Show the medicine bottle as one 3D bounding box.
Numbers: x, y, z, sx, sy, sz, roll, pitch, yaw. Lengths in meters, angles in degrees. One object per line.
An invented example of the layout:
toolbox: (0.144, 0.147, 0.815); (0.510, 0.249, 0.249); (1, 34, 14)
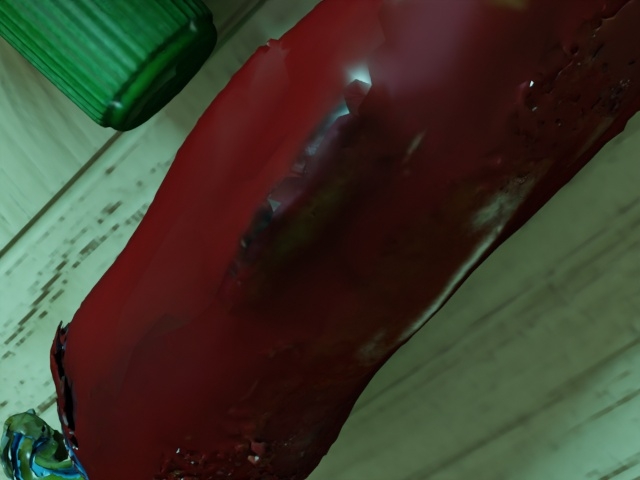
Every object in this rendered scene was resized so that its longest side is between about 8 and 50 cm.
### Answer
medicine bottle: (-0.160, -0.158, 0.455); (0.309, 0.076, 0.111); (45, 129, 3)

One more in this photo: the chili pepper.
chili pepper: (0.000, 0.000, 0.435); (0.110, 0.110, 0.387); (44, 123, 3)
